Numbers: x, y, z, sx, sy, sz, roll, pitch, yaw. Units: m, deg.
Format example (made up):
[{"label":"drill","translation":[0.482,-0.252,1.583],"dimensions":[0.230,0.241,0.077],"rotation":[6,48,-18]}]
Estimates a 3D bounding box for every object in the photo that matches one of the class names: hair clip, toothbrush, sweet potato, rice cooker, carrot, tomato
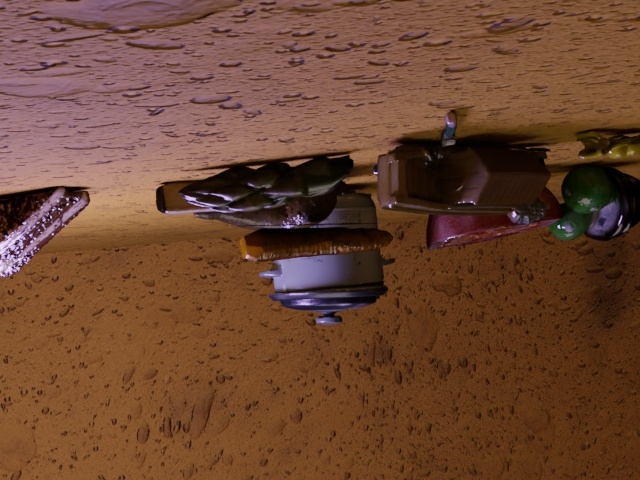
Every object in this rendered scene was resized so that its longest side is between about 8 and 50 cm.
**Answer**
[{"label":"hair clip","translation":[0.497,-0.160,1.684],"dimensions":[0.173,0.046,0.072],"rotation":[-6,-178,-44]},{"label":"toothbrush","translation":[0.179,-0.151,1.397],"dimensions":[0.024,0.018,0.257],"rotation":[-9,177,6]},{"label":"sweet potato","translation":[-0.092,-0.062,1.991],"dimensions":[0.310,0.098,0.124],"rotation":[-4,156,-3]},{"label":"rice cooker","translation":[0.013,0.038,2.224],"dimensions":[0.317,0.316,0.264],"rotation":[-5,177,-18]},{"label":"carrot","translation":[0.000,0.000,1.934],"dimensions":[0.314,0.066,0.066],"rotation":[-5,177,-21]},{"label":"tomato","translation":[0.378,-0.076,2.272],"dimensions":[0.338,0.143,0.338],"rotation":[-10,177,-1]}]

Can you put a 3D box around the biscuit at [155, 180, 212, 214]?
[{"label":"biscuit","translation":[-0.198,-0.077,1.796],"dimensions":[0.188,0.056,0.052],"rotation":[-6,177,-26]}]

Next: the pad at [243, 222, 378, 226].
[{"label":"pad","translation":[-0.005,-0.056,1.791],"dimensions":[0.250,0.055,0.323],"rotation":[-1,162,-22]}]

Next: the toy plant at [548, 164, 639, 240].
[{"label":"toy plant","translation":[0.635,-0.088,2.331],"dimensions":[0.235,0.175,0.218],"rotation":[-7,143,-26]}]

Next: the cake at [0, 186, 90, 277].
[{"label":"cake","translation":[-0.506,-0.009,1.722],"dimensions":[0.246,0.135,0.112],"rotation":[-7,176,22]}]

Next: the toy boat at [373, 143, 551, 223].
[{"label":"toy boat","translation":[0.245,-0.091,1.624],"dimensions":[0.162,0.136,0.445],"rotation":[-3,180,45]}]

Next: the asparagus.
[{"label":"asparagus","translation":[-0.087,-0.086,1.618],"dimensions":[0.287,0.080,0.080],"rotation":[-5,178,3]}]
